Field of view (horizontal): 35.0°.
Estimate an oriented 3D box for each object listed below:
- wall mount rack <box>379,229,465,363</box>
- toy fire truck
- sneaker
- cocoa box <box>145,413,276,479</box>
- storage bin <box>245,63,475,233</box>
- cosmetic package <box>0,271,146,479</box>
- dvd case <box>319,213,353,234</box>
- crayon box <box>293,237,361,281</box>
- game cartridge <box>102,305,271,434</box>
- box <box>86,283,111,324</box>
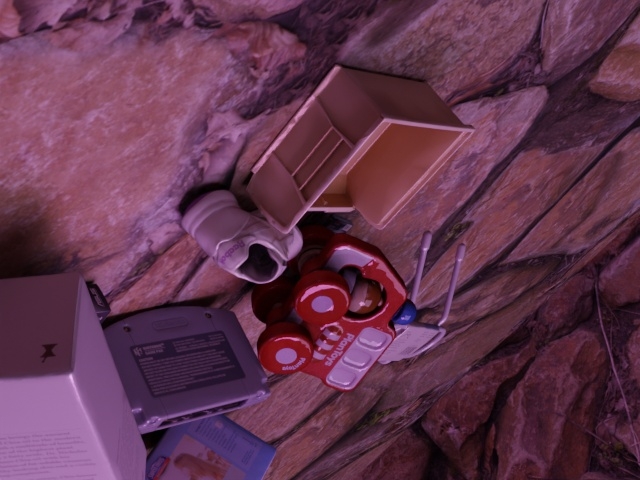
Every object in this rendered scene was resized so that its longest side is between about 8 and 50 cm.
[{"bbox_3d":[0.174,0.133,2.060,0.304,0.130,0.350,-40,158,17],"label":"wall mount rack"},{"bbox_3d":[0.030,0.129,1.820,0.253,0.169,0.302,23,119,-24],"label":"toy fire truck"},{"bbox_3d":[-0.102,0.018,1.593,0.114,0.152,0.305,-44,158,14],"label":"sneaker"},{"bbox_3d":[-0.284,0.543,2.100,0.228,0.231,0.347,-56,-179,38],"label":"cocoa box"},{"bbox_3d":[0.057,-0.128,1.569,0.262,0.123,0.260,-4,141,-54],"label":"storage bin"},{"bbox_3d":[-0.391,0.252,1.387,0.230,0.162,0.453,-4,139,-1],"label":"cosmetic package"},{"bbox_3d":[0.000,0.000,1.888,0.119,0.013,0.087,-41,158,15],"label":"dvd case"},{"bbox_3d":[0.034,0.120,2.086,0.165,0.081,0.278,-33,158,-10],"label":"crayon box"},{"bbox_3d":[-0.236,0.207,1.707,0.297,0.198,0.062,-5,144,-46],"label":"game cartridge"},{"bbox_3d":[-0.443,0.162,1.508,0.183,0.056,0.231,-5,142,-50],"label":"box"}]
